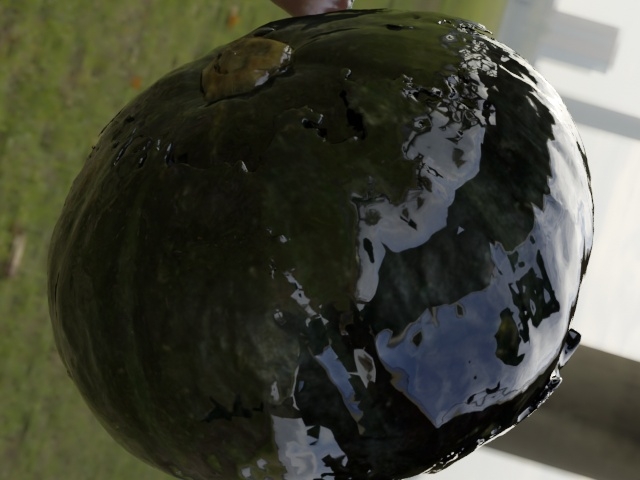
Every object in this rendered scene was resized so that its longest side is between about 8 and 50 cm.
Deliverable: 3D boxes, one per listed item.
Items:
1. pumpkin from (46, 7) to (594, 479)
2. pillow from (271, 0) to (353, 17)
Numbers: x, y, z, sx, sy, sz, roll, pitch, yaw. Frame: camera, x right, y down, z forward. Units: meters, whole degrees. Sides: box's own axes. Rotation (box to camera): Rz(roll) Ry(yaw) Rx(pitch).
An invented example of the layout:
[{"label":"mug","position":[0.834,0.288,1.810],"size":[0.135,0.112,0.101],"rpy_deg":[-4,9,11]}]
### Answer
[{"label":"pumpkin","position":[0.000,0.000,1.258],"size":[0.454,0.454,0.344],"rpy_deg":[-65,145,-61]},{"label":"pillow","position":[-0.029,-0.295,1.568],"size":[0.171,0.179,0.075],"rpy_deg":[-50,-171,50]}]
